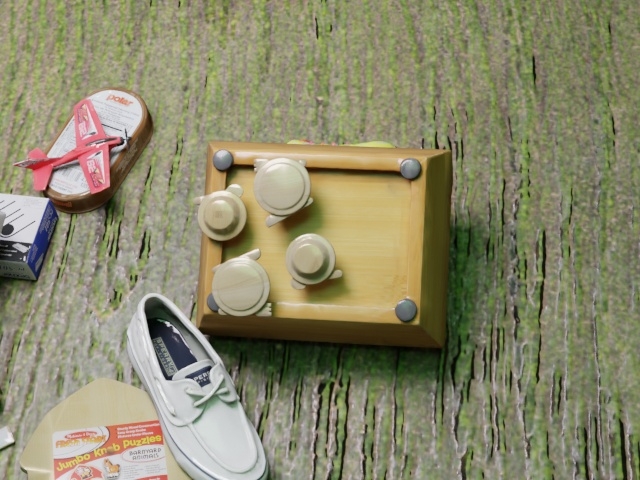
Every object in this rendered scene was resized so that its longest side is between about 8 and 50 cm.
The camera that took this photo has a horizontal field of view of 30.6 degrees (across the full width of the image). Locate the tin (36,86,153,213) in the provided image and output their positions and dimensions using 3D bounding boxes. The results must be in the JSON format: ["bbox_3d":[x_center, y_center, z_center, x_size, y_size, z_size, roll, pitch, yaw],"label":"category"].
[{"bbox_3d":[-0.292,-0.120,1.521,0.106,0.040,0.190,21,63,13],"label":"tin"}]

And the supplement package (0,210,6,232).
[{"bbox_3d":[-0.543,0.016,1.329,0.262,0.199,0.198,19,93,16],"label":"supplement package"}]

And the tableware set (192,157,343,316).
[{"bbox_3d":[-0.062,-0.003,1.266,0.141,0.020,0.169,-18,83,8],"label":"tableware set"}]

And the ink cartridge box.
[{"bbox_3d":[-0.443,-0.012,1.463,0.207,0.046,0.097,6,58,10],"label":"ink cartridge box"}]

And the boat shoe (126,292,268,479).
[{"bbox_3d":[-0.141,0.168,1.291,0.095,0.084,0.258,-25,58,-30],"label":"boat shoe"}]

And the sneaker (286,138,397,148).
[{"bbox_3d":[-0.006,-0.095,1.451,0.208,0.081,0.094,-14,54,-4],"label":"sneaker"}]

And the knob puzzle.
[{"bbox_3d":[-0.234,0.238,1.298,0.213,0.030,0.213,2,48,-2],"label":"knob puzzle"}]

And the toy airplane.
[{"bbox_3d":[-0.310,-0.107,1.477,0.151,0.028,0.151,-3,58,5],"label":"toy airplane"}]

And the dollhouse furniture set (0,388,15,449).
[{"bbox_3d":[-0.364,0.226,1.294,0.058,0.076,0.152,-26,59,-9],"label":"dollhouse furniture set"}]

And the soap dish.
[{"bbox_3d":[0.000,0.000,1.327,0.290,0.118,0.229,3,85,8],"label":"soap dish"}]
